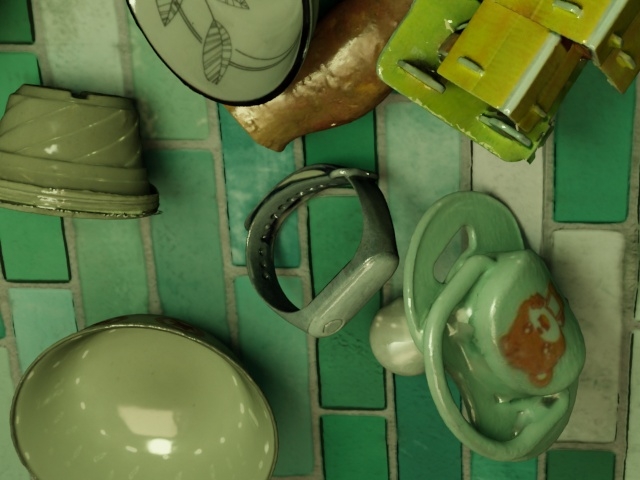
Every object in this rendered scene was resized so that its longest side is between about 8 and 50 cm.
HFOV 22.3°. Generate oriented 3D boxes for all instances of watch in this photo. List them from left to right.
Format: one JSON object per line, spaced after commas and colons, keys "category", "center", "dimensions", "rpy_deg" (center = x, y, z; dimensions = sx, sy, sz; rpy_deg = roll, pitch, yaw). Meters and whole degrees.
{"category": "watch", "center": [0.000, 0.000, 1.919], "dimensions": [0.068, 0.193, 0.206], "rpy_deg": [9, 129, -48]}

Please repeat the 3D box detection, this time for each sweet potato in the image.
{"category": "sweet potato", "center": [0.045, -0.211, 1.816], "dimensions": [0.337, 0.131, 0.131], "rpy_deg": [-27, 114, 17]}

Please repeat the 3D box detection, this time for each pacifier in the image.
{"category": "pacifier", "center": [0.165, 0.119, 1.948], "dimensions": [0.269, 0.288, 0.343], "rpy_deg": [-13, 117, 45]}

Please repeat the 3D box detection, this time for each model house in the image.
{"category": "model house", "center": [0.188, -0.265, 1.603], "dimensions": [0.340, 0.323, 0.300], "rpy_deg": [32, 92, -13]}

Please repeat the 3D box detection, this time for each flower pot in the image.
{"category": "flower pot", "center": [-0.291, -0.106, 1.885], "dimensions": [0.236, 0.235, 0.140], "rpy_deg": [10, 96, 2]}

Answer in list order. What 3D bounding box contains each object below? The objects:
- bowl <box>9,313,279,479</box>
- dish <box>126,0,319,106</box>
{"category": "bowl", "center": [-0.211, 0.205, 2.074], "dimensions": [0.337, 0.157, 0.337], "rpy_deg": [3, 122, 5]}
{"category": "dish", "center": [-0.092, -0.304, 1.744], "dimensions": [0.316, 0.106, 0.316], "rpy_deg": [30, 134, 37]}
